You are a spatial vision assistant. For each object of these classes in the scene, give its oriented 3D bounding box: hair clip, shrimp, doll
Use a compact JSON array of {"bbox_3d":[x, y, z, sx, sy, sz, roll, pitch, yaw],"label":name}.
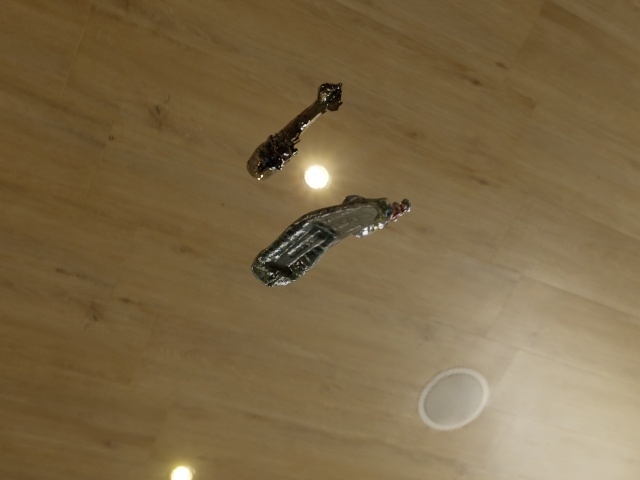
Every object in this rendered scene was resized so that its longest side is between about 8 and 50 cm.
[{"bbox_3d":[0.000,-0.002,0.741,0.066,0.036,0.229,31,-39,-25],"label":"hair clip"},{"bbox_3d":[-0.039,-0.183,1.120,0.222,0.290,0.054,-44,-81,3],"label":"shrimp"},{"bbox_3d":[0.093,-0.049,1.237,0.180,0.094,0.079,-10,-94,-35],"label":"doll"}]
